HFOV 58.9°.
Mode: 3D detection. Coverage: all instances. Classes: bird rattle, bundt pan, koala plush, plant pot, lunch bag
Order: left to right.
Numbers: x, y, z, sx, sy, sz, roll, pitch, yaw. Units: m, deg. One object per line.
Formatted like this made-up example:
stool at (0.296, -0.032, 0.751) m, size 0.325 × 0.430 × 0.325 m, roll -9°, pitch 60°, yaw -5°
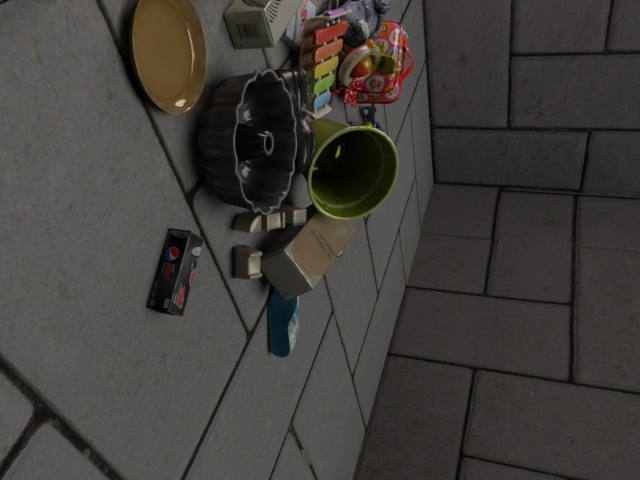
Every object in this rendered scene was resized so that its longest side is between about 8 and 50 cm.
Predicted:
plant pot at (-0.291, -0.361, 1.079) m, size 0.236 × 0.032 × 0.236 m, roll 5°, pitch 90°, yaw -69°
bundt pan at (-0.172, -0.225, 1.308) m, size 0.331 × 0.124 × 0.331 m, roll 5°, pitch 90°, yaw -69°
plant pot at (0.044, -0.234, 1.644) m, size 0.254 × 0.276 × 0.276 m, roll -131°, pitch -152°, yaw -53°
koala plush at (0.107, -0.721, 1.860) m, size 0.221 × 0.196 × 0.203 m, roll -57°, pitch 167°, yaw -58°
bird rattle at (0.125, -0.571, 1.882) m, size 0.143 × 0.253 × 0.207 m, roll 62°, pitch 10°, yaw 16°
lunch bag at (0.204, -0.640, 2.031) m, size 0.120 × 0.258 × 0.293 m, roll 31°, pitch 67°, yaw -68°

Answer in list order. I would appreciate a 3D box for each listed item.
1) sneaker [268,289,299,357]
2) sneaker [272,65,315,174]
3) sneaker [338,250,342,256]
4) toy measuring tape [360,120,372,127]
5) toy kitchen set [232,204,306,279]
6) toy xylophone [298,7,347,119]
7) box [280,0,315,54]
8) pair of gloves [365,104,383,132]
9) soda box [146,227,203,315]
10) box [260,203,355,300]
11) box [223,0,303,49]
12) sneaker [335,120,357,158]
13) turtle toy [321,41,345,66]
sneaker at (-0.105, 0.225, 1.683) m, size 0.092 × 0.087 × 0.229 m, roll -42°, pitch 141°, yaw -71°
sneaker at (-0.093, -0.312, 1.487) m, size 0.109 × 0.130 × 0.286 m, roll 157°, pitch -75°, yaw -66°
sneaker at (0.000, 0.000, 1.875) m, size 0.283 × 0.107 × 0.124 m, roll -19°, pitch 107°, yaw -68°
toy measuring tape at (0.193, -0.335, 2.300) m, size 0.330 × 0.121 × 0.121 m, roll 85°, pitch 21°, yaw -47°
toy kitchen set at (-0.151, 0.000, 1.490) m, size 0.207 × 0.122 × 0.166 m, roll -12°, pitch 108°, yaw -48°
toy xylophone at (0.011, -0.538, 1.690) m, size 0.236 × 0.081 × 0.323 m, roll -50°, pitch 155°, yaw -44°
box at (-0.069, -0.624, 1.611) m, size 0.186 × 0.038 × 0.145 m, roll -2°, pitch 98°, yaw -71°
pair of gloves at (0.222, -0.474, 2.337) m, size 0.159 × 0.023 × 0.198 m, roll 98°, pitch -27°, yaw -76°
soda box at (-0.293, 0.064, 1.152) m, size 0.060 × 0.053 × 0.169 m, roll 48°, pitch 51°, yaw -64°
box at (-0.035, 0.017, 1.640) m, size 0.148 × 0.121 × 0.311 m, roll 53°, pitch 40°, yaw -15°
box at (-0.123, -0.576, 1.370) m, size 0.094 × 0.113 × 0.275 m, roll 71°, pitch 29°, yaw -46°
sneaker at (0.078, -0.271, 2.013) m, size 0.147 × 0.145 × 0.385 m, roll -35°, pitch 156°, yaw -10°
turtle toy at (0.037, -0.605, 1.862) m, size 0.130 × 0.066 × 0.095 m, roll -45°, pitch 137°, yaw -60°
